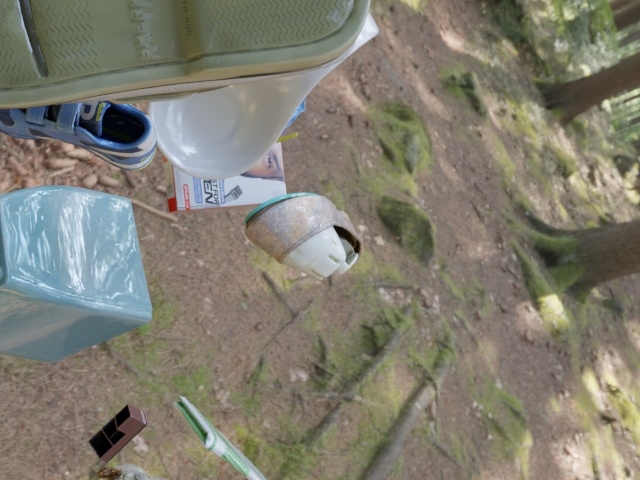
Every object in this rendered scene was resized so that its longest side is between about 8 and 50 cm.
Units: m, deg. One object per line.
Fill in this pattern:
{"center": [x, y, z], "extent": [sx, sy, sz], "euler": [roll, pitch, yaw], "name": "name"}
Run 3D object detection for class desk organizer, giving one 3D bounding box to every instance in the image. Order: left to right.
{"center": [-0.455, 0.432, 1.352], "extent": [0.050, 0.130, 0.047], "euler": [46, 1, -38], "name": "desk organizer"}

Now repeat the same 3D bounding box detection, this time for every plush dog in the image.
{"center": [-0.510, 0.697, 1.524], "extent": [0.211, 0.263, 0.225], "euler": [39, 62, -51], "name": "plush dog"}

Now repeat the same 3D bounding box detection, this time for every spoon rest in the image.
{"center": [-0.061, -0.170, 0.650], "extent": [0.137, 0.276, 0.084], "euler": [54, 7, -22], "name": "spoon rest"}

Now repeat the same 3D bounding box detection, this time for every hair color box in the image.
{"center": [-0.139, -0.094, 0.883], "extent": [0.167, 0.053, 0.093], "euler": [-8, 92, -28], "name": "hair color box"}

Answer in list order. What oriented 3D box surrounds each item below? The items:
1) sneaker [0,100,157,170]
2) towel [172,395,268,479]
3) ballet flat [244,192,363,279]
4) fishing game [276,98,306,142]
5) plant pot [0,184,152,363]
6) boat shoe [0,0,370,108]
{"center": [-0.194, -0.099, 0.465], "extent": [0.144, 0.059, 0.053], "euler": [15, 79, -24], "name": "sneaker"}
{"center": [-0.194, 0.502, 1.370], "extent": [0.038, 0.248, 0.324], "euler": [-44, 116, -17], "name": "towel"}
{"center": [0.000, 0.000, 0.855], "extent": [0.106, 0.108, 0.316], "euler": [56, 16, 11], "name": "ballet flat"}
{"center": [-0.116, -0.262, 1.228], "extent": [0.264, 0.189, 0.041], "euler": [-109, -179, -46], "name": "fishing game"}
{"center": [-0.473, 0.047, 1.000], "extent": [0.252, 0.247, 0.247], "euler": [29, 41, -65], "name": "plant pot"}
{"center": [-0.126, -0.129, 0.362], "extent": [0.103, 0.303, 0.113], "euler": [-120, -148, -85], "name": "boat shoe"}
